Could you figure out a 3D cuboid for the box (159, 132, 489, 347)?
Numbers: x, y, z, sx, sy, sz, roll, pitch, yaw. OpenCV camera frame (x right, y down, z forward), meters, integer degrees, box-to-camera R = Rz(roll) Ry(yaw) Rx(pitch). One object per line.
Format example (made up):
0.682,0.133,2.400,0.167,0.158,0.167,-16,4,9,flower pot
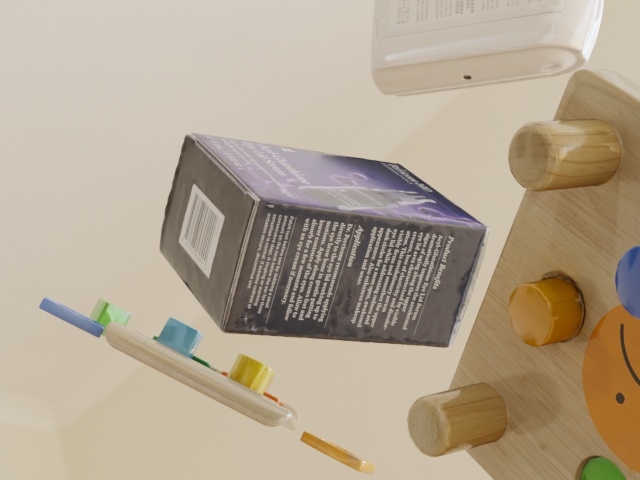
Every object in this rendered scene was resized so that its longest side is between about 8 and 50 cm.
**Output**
0.000,0.000,0.927,0.207,0.153,0.108,5,-70,-30,box

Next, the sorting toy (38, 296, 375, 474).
-0.098,0.120,1.110,0.047,0.347,0.196,-63,-7,-7,sorting toy

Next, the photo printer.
0.227,-0.332,1.590,0.307,0.256,0.107,-5,-22,24,photo printer

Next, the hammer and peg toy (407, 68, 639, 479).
0.214,0.097,0.581,0.127,0.361,0.266,-6,-55,-36,hammer and peg toy
